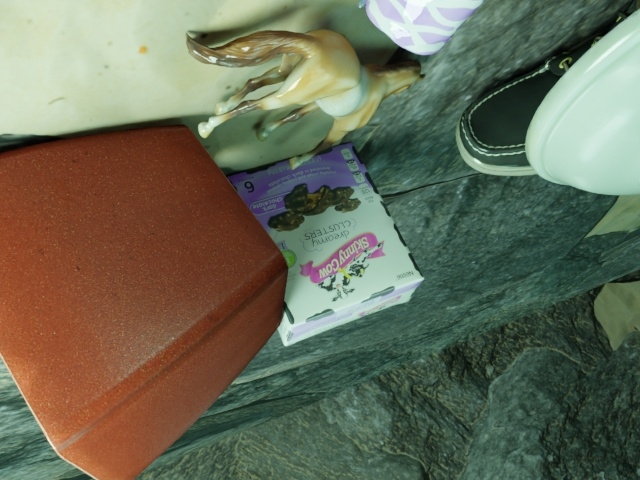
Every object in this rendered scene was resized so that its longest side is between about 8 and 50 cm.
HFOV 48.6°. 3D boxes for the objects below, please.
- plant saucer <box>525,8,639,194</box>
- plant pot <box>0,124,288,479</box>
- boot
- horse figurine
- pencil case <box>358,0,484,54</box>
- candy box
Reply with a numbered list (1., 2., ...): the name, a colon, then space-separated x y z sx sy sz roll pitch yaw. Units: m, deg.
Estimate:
1. plant saucer: 0.408 -0.134 0.692 0.400 0.100 0.400 -17 158 -7
2. plant pot: -0.179 0.045 0.684 0.236 0.267 0.267 -32 162 -18
3. boot: 0.328 -0.210 0.749 0.377 0.138 0.284 -15 159 5
4. horse figurine: -0.009 -0.141 0.669 0.174 0.066 0.263 -27 162 21
5. pencil case: 0.115 -0.239 0.554 0.088 0.086 0.206 -53 -176 -42
6. candy box: 0.000 0.000 0.824 0.165 0.196 0.070 -18 158 -19
